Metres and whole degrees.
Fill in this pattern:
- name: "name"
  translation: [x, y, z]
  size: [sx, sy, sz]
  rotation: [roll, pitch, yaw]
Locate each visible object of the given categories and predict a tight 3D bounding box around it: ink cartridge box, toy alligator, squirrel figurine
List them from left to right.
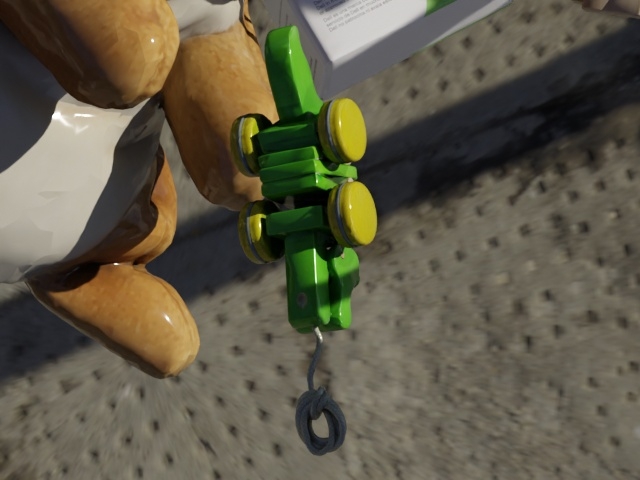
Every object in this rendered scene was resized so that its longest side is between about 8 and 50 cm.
- name: "squirrel figurine"
  translation: [-0.136, -0.179, 1.064]
  size: [0.281, 0.397, 0.370]
  rotation: [26, 105, -35]
- name: "toy alligator"
  translation: [0.000, 0.000, 0.814]
  size: [0.056, 0.051, 0.189]
  rotation: [-10, 83, 26]
- name: "ink cartridge box"
  translation: [0.022, -0.288, 1.527]
  size: [0.198, 0.115, 0.273]
  rotation: [-27, 80, -9]

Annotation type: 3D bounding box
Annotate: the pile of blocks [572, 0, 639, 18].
- name: "pile of blocks"
  translation: [0.251, -0.205, 1.222]
  size: [0.362, 0.112, 0.149]
  rotation: [14, 89, 21]
